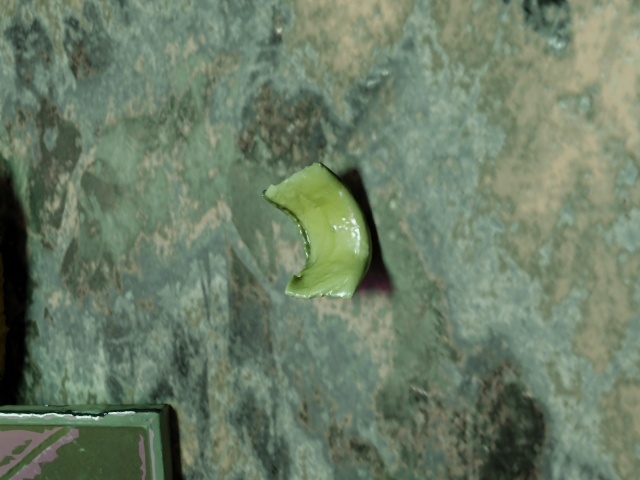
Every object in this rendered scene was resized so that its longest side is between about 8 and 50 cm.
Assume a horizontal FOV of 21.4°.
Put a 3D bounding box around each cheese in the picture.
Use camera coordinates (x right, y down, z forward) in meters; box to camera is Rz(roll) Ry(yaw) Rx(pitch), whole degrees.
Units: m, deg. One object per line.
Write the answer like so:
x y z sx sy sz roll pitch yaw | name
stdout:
0.001 0.001 1.000 0.060 0.041 0.084 -25 69 41 | cheese

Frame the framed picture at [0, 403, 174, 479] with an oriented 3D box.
-0.261 0.237 1.225 0.335 0.022 0.247 -2 100 14 | framed picture

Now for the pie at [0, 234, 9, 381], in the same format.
-0.339 0.020 1.344 0.308 0.085 0.308 26 124 46 | pie
